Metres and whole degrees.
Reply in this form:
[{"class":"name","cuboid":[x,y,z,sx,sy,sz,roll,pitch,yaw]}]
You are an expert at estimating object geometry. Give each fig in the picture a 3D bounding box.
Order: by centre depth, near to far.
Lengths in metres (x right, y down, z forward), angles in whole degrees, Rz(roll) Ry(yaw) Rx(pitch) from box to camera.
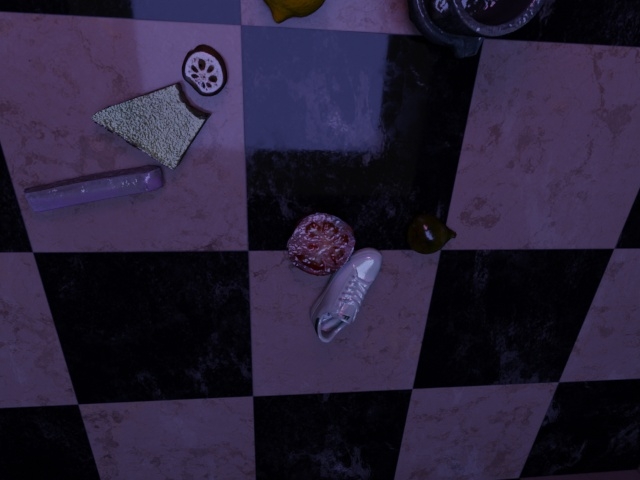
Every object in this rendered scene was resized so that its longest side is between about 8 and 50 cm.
[{"class":"fig","cuboid":[0.378,-0.018,1.365,0.184,0.126,0.133,4,103,-5]}]

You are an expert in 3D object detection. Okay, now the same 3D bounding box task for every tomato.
[{"class":"tomato","cuboid":[0.000,0.001,1.350,0.224,0.085,0.225,-3,114,-6]}]

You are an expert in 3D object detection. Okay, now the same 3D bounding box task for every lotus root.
[{"class":"lotus root","cuboid":[-0.301,-0.445,1.095,0.112,0.081,0.122,-43,114,7]}]

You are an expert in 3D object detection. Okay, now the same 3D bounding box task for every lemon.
[{"class":"lemon","cuboid":[-0.054,-0.626,0.965,0.186,0.187,0.244,21,102,-16]}]

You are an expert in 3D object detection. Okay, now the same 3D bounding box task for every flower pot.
[{"class":"flower pot","cuboid":[0.351,-0.587,0.984,0.299,0.283,0.299,-5,118,-9]}]

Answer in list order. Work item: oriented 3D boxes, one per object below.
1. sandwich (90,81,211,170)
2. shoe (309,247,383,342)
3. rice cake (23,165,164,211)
[{"class":"sandwich","cuboid":[-0.450,-0.346,1.137,0.245,0.063,0.212,33,105,-21]},{"class":"shoe","cuboid":[0.090,0.192,1.417,0.131,0.160,0.363,30,111,-21]},{"class":"rice cake","cuboid":[-0.654,-0.149,1.207,0.398,0.064,0.070,-11,123,-1]}]
